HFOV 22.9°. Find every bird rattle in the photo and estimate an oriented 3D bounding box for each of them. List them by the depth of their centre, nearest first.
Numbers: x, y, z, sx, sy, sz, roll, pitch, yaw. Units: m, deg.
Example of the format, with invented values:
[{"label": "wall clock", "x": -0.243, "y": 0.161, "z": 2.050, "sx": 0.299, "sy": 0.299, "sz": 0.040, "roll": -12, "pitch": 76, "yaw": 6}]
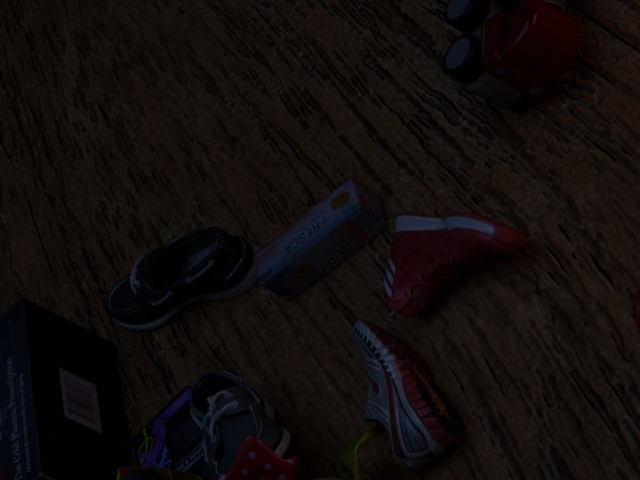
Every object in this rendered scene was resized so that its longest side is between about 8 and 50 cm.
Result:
[{"label": "bird rattle", "x": -0.016, "y": 0.314, "z": 1.724, "sx": 0.143, "sy": 0.254, "sz": 0.207, "roll": 46, "pitch": 129, "yaw": 35}]

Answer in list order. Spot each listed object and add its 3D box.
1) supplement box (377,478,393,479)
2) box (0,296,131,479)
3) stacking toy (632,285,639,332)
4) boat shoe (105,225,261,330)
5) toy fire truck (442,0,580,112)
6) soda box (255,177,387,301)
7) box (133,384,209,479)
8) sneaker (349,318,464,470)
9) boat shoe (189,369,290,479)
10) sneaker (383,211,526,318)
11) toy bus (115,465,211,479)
[{"label": "supplement box", "x": 0.076, "y": 0.351, "z": 1.574, "sx": 0.114, "sy": 0.111, "sz": 0.220, "roll": 8, "pitch": 28, "yaw": 17}, {"label": "box", "x": -0.441, "y": 0.319, "z": 2.235, "sx": 0.312, "sy": 0.179, "sz": 0.343, "roll": -42, "pitch": 39, "yaw": 21}, {"label": "stacking toy", "x": 0.439, "y": -0.014, "z": 1.549, "sx": 0.330, "sy": 0.141, "sz": 0.141, "roll": -48, "pitch": 37, "yaw": 23}, {"label": "boat shoe", "x": -0.215, "y": 0.046, "z": 2.251, "sx": 0.303, "sy": 0.091, "sz": 0.114, "roll": -24, "pitch": 48, "yaw": 36}, {"label": "toy fire truck", "x": 0.289, "y": -0.293, "z": 1.914, "sx": 0.246, "sy": 0.158, "sz": 0.217, "roll": -33, "pitch": 41, "yaw": 44}, {"label": "soda box", "x": 0.000, "y": 0.000, "z": 2.072, "sx": 0.183, "sy": 0.058, "sz": 0.063, "roll": -38, "pitch": 41, "yaw": 25}, {"label": "box", "x": -0.189, "y": 0.286, "z": 2.099, "sx": 0.116, "sy": 0.029, "sz": 0.162, "roll": -45, "pitch": 40, "yaw": 16}, {"label": "sneaker", "x": 0.078, "y": 0.174, "z": 1.832, "sx": 0.092, "sy": 0.088, "sz": 0.225, "roll": -47, "pitch": 37, "yaw": 15}, {"label": "boat shoe", "x": -0.112, "y": 0.229, "z": 1.890, "sx": 0.116, "sy": 0.099, "sz": 0.319, "roll": -47, "pitch": 10, "yaw": 3}, {"label": "sneaker", "x": 0.154, "y": 0.038, "z": 1.870, "sx": 0.221, "sy": 0.087, "sz": 0.128, "roll": 1, "pitch": 72, "yaw": 62}, {"label": "toy bus", "x": -0.168, "y": 0.397, "z": 1.911, "sx": 0.220, "sy": 0.149, "sz": 0.211, "roll": 21, "pitch": 94, "yaw": 48}]
